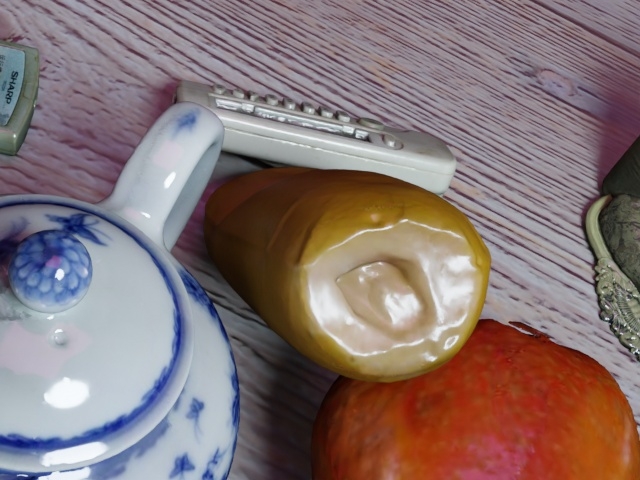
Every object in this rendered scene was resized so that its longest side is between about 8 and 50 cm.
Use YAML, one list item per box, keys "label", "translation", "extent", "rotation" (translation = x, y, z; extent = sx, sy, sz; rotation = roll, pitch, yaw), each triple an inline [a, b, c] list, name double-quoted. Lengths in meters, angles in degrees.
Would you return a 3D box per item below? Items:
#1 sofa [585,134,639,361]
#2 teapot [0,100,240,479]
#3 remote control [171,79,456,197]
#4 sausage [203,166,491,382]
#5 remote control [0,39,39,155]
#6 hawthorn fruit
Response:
- label: "sofa"
  translation: [0.341, -0.001, 0.953]
  extent: [0.182, 0.200, 0.258]
  rotation: [-7, 61, -26]
- label: "teapot"
  translation: [-0.163, 0.077, 0.673]
  extent: [0.252, 0.280, 0.424]
  rotation: [30, 53, 2]
- label: "remote control"
  translation: [-0.007, -0.078, 0.970]
  extent: [0.230, 0.049, 0.090]
  rotation: [12, 21, -13]
- label: "sausage"
  translation: [0.001, 0.005, 0.799]
  extent: [0.134, 0.354, 0.116]
  rotation: [-19, 102, -9]
- label: "remote control"
  translation: [-0.331, -0.128, 0.907]
  extent: [0.233, 0.038, 0.098]
  rotation: [12, 55, -12]
- label: "hawthorn fruit"
  translation: [0.084, 0.185, 0.727]
  extent: [0.211, 0.211, 0.299]
  rotation: [21, 46, -5]
